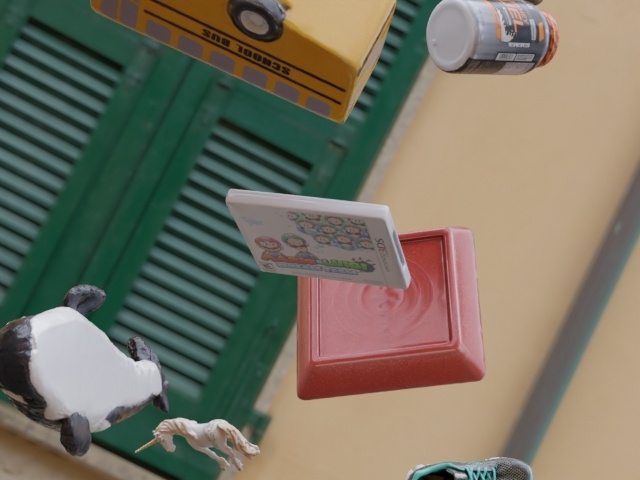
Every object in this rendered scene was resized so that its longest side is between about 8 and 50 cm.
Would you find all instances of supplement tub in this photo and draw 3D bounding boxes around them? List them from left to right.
[{"bbox_3d":[0.265,-0.310,2.117,0.190,0.117,0.117,-5,16,-37],"label":"supplement tub"}]

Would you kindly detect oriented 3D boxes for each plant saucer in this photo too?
[{"bbox_3d":[0.089,0.087,1.923,0.259,0.258,0.048,-7,-38,9],"label":"plant saucer"}]

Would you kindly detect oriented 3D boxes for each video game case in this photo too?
[{"bbox_3d":[0.000,0.000,1.340,0.157,0.019,0.143,7,-27,17],"label":"video game case"}]

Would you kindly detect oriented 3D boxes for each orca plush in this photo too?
[{"bbox_3d":[-0.241,0.115,1.290,0.102,0.151,0.287,-2,3,17],"label":"orca plush"}]

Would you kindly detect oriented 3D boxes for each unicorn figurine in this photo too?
[{"bbox_3d":[-0.159,0.279,1.933,0.162,0.060,0.111,-29,-60,38],"label":"unicorn figurine"}]

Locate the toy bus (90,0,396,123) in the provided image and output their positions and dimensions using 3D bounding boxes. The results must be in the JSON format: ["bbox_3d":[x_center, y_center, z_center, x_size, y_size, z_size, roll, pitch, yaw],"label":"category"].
[{"bbox_3d":[-0.101,-0.240,1.283,0.333,0.108,0.130,25,-30,4],"label":"toy bus"}]

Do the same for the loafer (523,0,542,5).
[{"bbox_3d":[0.407,-0.500,2.570,0.056,0.148,0.050,-1,-34,36],"label":"loafer"}]

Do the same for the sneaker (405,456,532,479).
[{"bbox_3d":[0.188,0.310,1.782,0.166,0.065,0.076,-8,-15,8],"label":"sneaker"}]
